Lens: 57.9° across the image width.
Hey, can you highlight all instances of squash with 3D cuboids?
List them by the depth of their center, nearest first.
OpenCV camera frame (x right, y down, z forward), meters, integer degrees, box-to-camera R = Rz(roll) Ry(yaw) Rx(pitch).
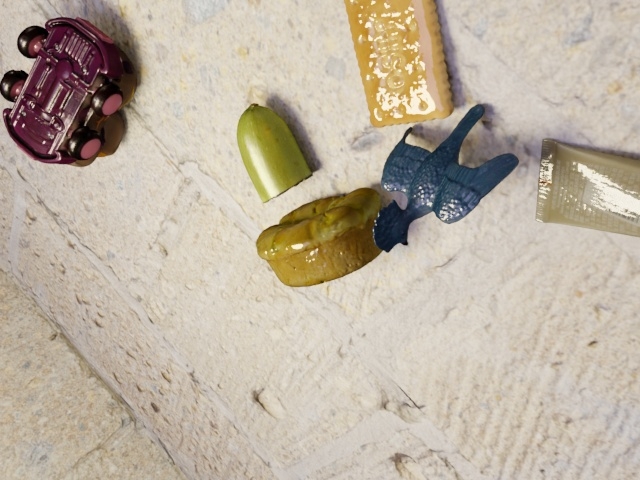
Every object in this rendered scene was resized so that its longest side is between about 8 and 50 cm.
[{"bbox_3d":[-0.102,-0.178,1.137,0.123,0.123,0.187,-12,109,43],"label":"squash"}]

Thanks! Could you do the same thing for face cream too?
[{"bbox_3d":[0.464,-0.050,0.793,0.341,0.084,0.137,19,126,40],"label":"face cream"}]

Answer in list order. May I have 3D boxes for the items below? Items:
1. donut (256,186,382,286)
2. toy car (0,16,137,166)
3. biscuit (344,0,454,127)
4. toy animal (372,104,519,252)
[{"bbox_3d":[0.000,0.000,1.104,0.261,0.208,0.128,-12,109,48],"label":"donut"},{"bbox_3d":[-0.557,-0.332,1.356,0.271,0.240,0.341,39,107,10],"label":"toy car"},{"bbox_3d":[0.120,-0.308,0.924,0.160,0.030,0.250,1,114,39],"label":"biscuit"},{"bbox_3d":[0.181,-0.095,0.904,0.239,0.176,0.255,28,108,44],"label":"toy animal"}]
